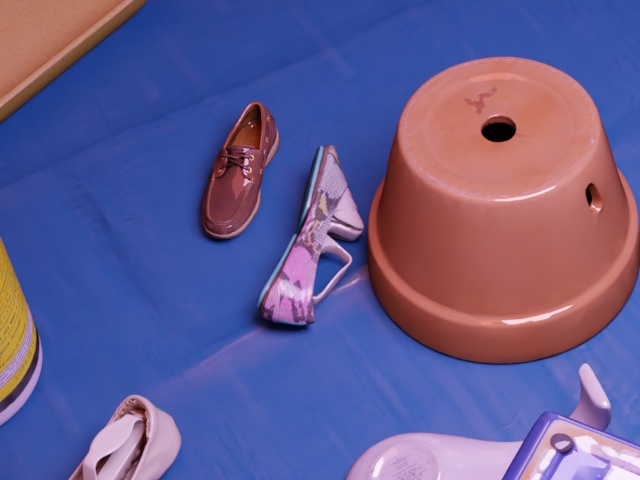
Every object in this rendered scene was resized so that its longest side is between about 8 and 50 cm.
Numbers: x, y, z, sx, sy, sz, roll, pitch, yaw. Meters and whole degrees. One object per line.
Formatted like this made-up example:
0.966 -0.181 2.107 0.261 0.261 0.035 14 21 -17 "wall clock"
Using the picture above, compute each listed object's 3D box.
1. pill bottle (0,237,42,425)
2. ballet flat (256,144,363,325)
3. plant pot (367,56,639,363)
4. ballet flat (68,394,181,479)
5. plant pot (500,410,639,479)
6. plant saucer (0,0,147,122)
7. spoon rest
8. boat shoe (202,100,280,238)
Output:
-0.398 0.038 1.661 0.188 0.334 0.188 -4 50 4 "pill bottle"
0.000 0.000 1.816 0.079 0.077 0.221 20 59 0 "ballet flat"
0.184 -0.048 1.736 0.291 0.203 0.291 -4 51 5 "plant pot"
-0.225 0.250 1.626 0.086 0.086 0.248 20 56 23 "ballet flat"
0.238 0.295 1.433 0.236 0.212 0.236 21 54 23 "plant pot"
-0.407 -0.278 2.090 0.333 0.081 0.333 32 60 29 "plant saucer"
0.149 0.215 1.617 0.276 0.084 0.137 -26 49 4 "spoon rest"
-0.093 -0.081 1.895 0.064 0.060 0.178 8 52 14 "boat shoe"
